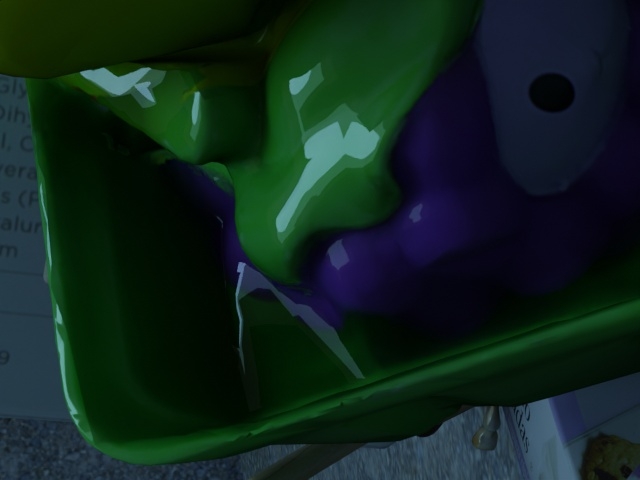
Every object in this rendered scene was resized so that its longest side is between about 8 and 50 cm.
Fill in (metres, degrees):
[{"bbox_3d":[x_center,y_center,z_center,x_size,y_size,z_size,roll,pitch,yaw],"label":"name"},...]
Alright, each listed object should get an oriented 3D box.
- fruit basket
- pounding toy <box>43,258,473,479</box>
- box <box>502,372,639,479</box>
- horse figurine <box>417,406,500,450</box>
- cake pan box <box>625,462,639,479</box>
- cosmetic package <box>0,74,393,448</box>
[{"bbox_3d":[-0.013,-0.131,0.580,0.392,0.283,0.392,-18,-90,-73],"label":"fruit basket"},{"bbox_3d":[0.004,0.010,0.790,0.094,0.206,0.181,-33,40,43],"label":"pounding toy"},{"bbox_3d":[0.125,0.114,0.775,0.063,0.067,0.324,96,166,-49],"label":"box"},{"bbox_3d":[0.066,-0.003,1.055,0.263,0.066,0.174,-97,8,-61],"label":"horse figurine"},{"bbox_3d":[0.126,0.194,0.573,0.267,0.070,0.246,-58,34,40],"label":"cake pan box"},{"bbox_3d":[-0.108,-0.147,0.997,0.329,0.327,0.394,-117,36,-67],"label":"cosmetic package"}]
